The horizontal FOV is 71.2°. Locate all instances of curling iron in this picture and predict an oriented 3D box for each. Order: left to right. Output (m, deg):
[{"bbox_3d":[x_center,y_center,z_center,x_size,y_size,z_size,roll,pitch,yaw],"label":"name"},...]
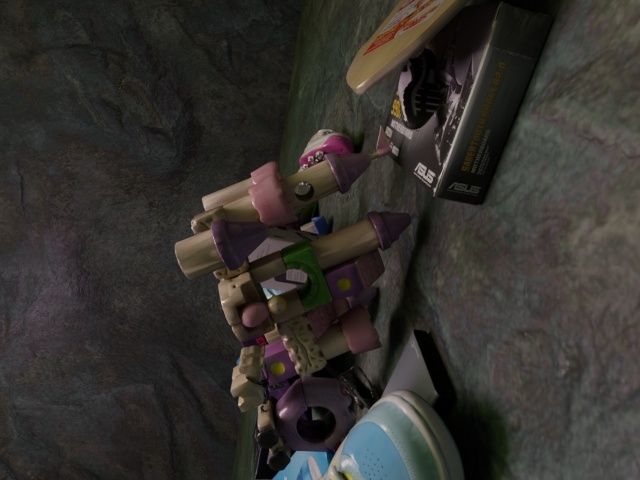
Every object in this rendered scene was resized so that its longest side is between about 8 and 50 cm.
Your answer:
[{"bbox_3d":[0.041,0.226,0.739,0.068,0.035,0.274,61,168,2],"label":"curling iron"}]

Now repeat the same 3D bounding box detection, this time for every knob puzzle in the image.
[{"bbox_3d":[0.098,-0.215,0.456,0.213,0.030,0.213,-39,25,22],"label":"knob puzzle"}]

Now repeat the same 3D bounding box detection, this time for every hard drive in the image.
[{"bbox_3d":[0.105,0.184,0.518,0.094,0.022,0.135,-99,22,-57],"label":"hard drive"}]

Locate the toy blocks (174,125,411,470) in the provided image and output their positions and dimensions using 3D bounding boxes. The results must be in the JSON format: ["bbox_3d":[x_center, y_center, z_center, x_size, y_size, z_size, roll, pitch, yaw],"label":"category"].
[{"bbox_3d":[0.009,0.039,0.570,0.309,0.260,0.288,-112,1,-73],"label":"toy blocks"}]

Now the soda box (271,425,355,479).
[{"bbox_3d":[-0.011,0.376,0.708,0.210,0.067,0.071,-60,28,32],"label":"soda box"}]

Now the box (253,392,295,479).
[{"bbox_3d":[-0.116,0.493,1.152,0.158,0.093,0.155,-121,41,-70],"label":"box"}]

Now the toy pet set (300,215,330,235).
[{"bbox_3d":[0.000,0.000,1.120,0.122,0.065,0.114,-116,2,-75],"label":"toy pet set"}]

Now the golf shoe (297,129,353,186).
[{"bbox_3d":[0.009,-0.218,1.070,0.306,0.115,0.140,157,125,-75],"label":"golf shoe"}]

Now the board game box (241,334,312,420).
[{"bbox_3d":[-0.081,0.254,0.881,0.347,0.056,0.208,105,141,-80],"label":"board game box"}]

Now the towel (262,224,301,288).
[{"bbox_3d":[-0.114,0.051,1.211,0.198,0.031,0.275,-64,-18,1],"label":"towel"}]

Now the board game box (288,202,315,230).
[{"bbox_3d":[-0.130,0.026,1.258,0.317,0.046,0.213,-40,-28,-51],"label":"board game box"}]

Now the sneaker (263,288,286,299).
[{"bbox_3d":[-0.067,0.167,1.025,0.366,0.150,0.135,-113,32,-71],"label":"sneaker"}]

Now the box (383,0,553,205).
[{"bbox_3d":[0.144,-0.165,0.520,0.231,0.056,0.183,-107,28,-64],"label":"box"}]

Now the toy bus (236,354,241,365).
[{"bbox_3d":[-0.091,0.285,1.151,0.104,0.202,0.190,42,120,40],"label":"toy bus"}]

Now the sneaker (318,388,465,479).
[{"bbox_3d":[0.003,0.285,0.428,0.127,0.208,0.318,47,138,39],"label":"sneaker"}]

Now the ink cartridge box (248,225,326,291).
[{"bbox_3d":[-0.060,0.034,0.890,0.172,0.237,0.100,-129,52,-74],"label":"ink cartridge box"}]

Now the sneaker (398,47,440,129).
[{"bbox_3d":[0.103,-0.158,0.482,0.043,0.040,0.109,114,170,-60],"label":"sneaker"}]
